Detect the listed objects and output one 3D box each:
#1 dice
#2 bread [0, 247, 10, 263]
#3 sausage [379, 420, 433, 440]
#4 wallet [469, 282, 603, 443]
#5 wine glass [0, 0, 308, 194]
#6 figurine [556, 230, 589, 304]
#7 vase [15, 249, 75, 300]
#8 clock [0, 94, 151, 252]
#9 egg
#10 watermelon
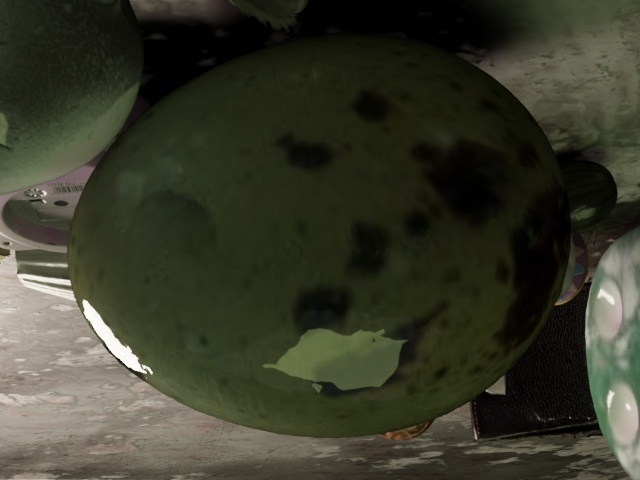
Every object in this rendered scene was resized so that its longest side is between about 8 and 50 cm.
[{"bbox_3d":[0.553,0.148,1.678,0.330,0.348,0.328,2,161,-15],"label":"dice"},{"bbox_3d":[-0.433,0.024,1.579,0.068,0.028,0.153,10,157,-34],"label":"bread"},{"bbox_3d":[0.138,0.111,1.559,0.094,0.094,0.419,-54,177,26],"label":"sausage"},{"bbox_3d":[0.337,0.173,1.886,0.262,0.221,0.071,-9,154,12],"label":"wallet"},{"bbox_3d":[-0.186,-0.157,0.836,0.323,0.238,0.238,-27,152,26],"label":"wine glass"},{"bbox_3d":[0.190,0.015,1.519,0.263,0.142,0.189,8,-168,-41],"label":"figurine"},{"bbox_3d":[-0.227,0.024,1.493,0.248,0.128,0.128,0,162,16],"label":"vase"},{"bbox_3d":[-0.241,-0.065,1.286,0.227,0.090,0.248,-5,159,0],"label":"clock"},{"bbox_3d":[0.000,0.000,1.126,0.427,0.345,0.345,-13,161,-1],"label":"egg"},{"bbox_3d":[0.276,-0.049,1.457,0.110,0.078,0.078,-10,161,34],"label":"watermelon"}]
